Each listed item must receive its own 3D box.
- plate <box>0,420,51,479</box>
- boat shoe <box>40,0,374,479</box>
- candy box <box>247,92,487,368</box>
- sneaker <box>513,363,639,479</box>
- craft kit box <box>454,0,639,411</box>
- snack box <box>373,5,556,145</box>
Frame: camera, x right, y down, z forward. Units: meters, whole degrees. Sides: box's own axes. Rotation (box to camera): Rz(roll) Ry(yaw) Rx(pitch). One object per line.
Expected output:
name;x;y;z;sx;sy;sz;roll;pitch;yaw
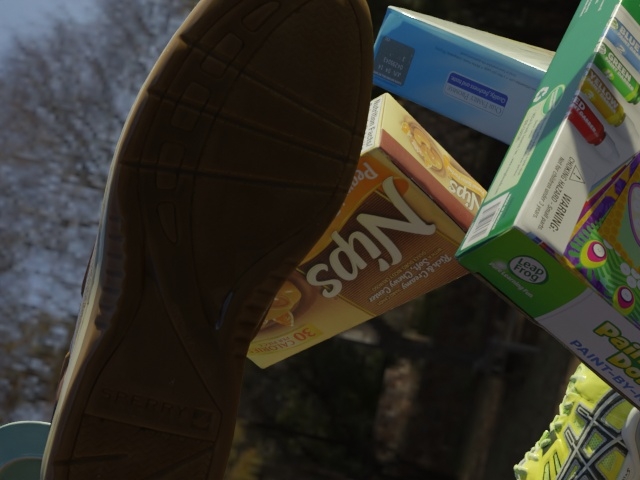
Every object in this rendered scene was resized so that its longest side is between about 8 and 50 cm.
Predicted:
plate;-0.276;0.265;1.485;0.024;0.188;0.188;-64;-13;-52
boat shoe;-0.073;0.006;0.787;0.123;0.123;0.342;-165;92;-73
candy box;0.000;0.000;1.449;0.316;0.183;0.087;-28;35;32
sneaker;0.299;0.241;1.618;0.145;0.147;0.384;71;-152;-79
craft kit box;0.218;-0.009;0.781;0.061;0.246;0.250;-31;23;50
snack box;0.199;-0.096;1.060;0.322;0.187;0.060;3;-69;-53
